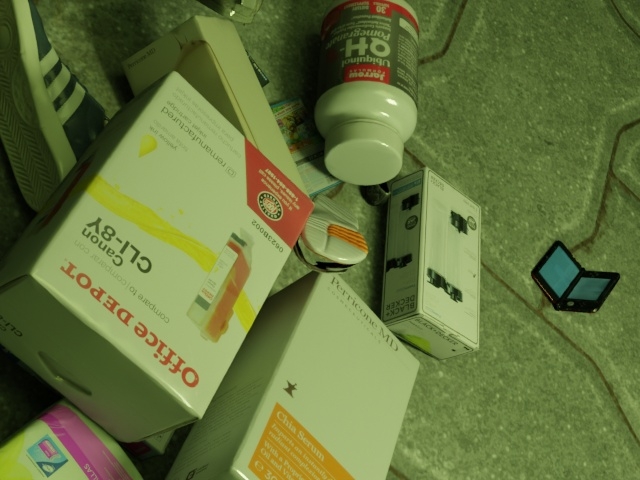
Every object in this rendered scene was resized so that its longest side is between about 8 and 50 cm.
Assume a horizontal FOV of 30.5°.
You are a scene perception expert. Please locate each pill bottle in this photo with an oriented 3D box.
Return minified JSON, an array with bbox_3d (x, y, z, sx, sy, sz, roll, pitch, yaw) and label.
[{"bbox_3d":[0.080,-0.259,2.013,0.176,0.176,0.318,25,52,-30],"label":"pill bottle"}]

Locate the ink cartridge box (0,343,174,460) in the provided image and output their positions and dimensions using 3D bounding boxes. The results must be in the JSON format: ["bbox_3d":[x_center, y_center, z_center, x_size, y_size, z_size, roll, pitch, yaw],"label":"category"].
[{"bbox_3d":[-0.301,0.129,1.571,0.311,0.065,0.185,44,47,-19],"label":"ink cartridge box"}]

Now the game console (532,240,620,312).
[{"bbox_3d":[0.502,0.069,2.293,0.144,0.124,0.085,-43,126,-44],"label":"game console"}]

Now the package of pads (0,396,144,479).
[{"bbox_3d":[-0.338,0.352,1.397,0.229,0.101,0.296,55,44,-3],"label":"package of pads"}]

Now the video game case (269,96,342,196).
[{"bbox_3d":[-0.039,-0.155,1.978,0.119,0.015,0.166,-26,87,-45],"label":"video game case"}]

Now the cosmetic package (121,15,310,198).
[{"bbox_3d":[-0.157,-0.163,1.761,0.113,0.160,0.309,-13,77,-63],"label":"cosmetic package"}]

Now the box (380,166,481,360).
[{"bbox_3d":[0.193,0.041,2.015,0.169,0.087,0.289,31,51,-38],"label":"box"}]

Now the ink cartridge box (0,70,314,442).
[{"bbox_3d":[-0.211,0.020,1.489,0.279,0.160,0.384,44,48,-19],"label":"ink cartridge box"}]

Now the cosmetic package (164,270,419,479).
[{"bbox_3d":[-0.030,0.260,1.604,0.230,0.161,0.453,47,32,-15],"label":"cosmetic package"}]

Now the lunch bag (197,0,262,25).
[{"bbox_3d":[-0.135,-0.482,1.814,0.169,0.235,0.287,10,22,-37],"label":"lunch bag"}]

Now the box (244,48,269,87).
[{"bbox_3d":[-0.132,-0.281,1.957,0.083,0.018,0.067,53,45,-8],"label":"box"}]

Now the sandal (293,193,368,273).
[{"bbox_3d":[0.009,0.005,1.700,0.102,0.076,0.265,29,15,-4],"label":"sandal"}]

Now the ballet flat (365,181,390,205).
[{"bbox_3d":[0.105,-0.140,2.071,0.057,0.049,0.173,17,58,-36],"label":"ballet flat"}]

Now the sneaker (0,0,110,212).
[{"bbox_3d":[-0.377,-0.204,1.640,0.148,0.131,0.350,-10,81,-52],"label":"sneaker"}]
